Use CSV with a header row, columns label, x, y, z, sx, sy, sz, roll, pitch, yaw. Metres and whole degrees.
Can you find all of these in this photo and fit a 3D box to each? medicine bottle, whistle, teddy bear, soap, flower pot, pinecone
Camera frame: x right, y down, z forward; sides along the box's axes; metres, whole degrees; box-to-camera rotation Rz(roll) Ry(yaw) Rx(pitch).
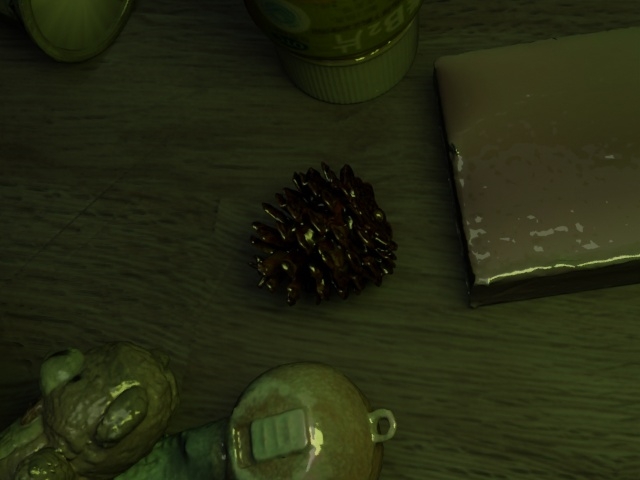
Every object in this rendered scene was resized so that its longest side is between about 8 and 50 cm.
label,x,y,z,sx,sy,sz,roll,pitch,yaw
medicine bottle,0.012,-0.320,1.145,0.225,0.384,0.224,-2,71,7
whistle,-0.069,0.239,1.101,0.348,0.189,0.189,-19,68,23
teddy bear,-0.274,0.217,1.091,0.151,0.236,0.267,39,102,-10
soap,0.289,-0.090,1.176,0.286,0.107,0.296,-7,71,5
flower pot,-0.375,-0.355,1.327,0.203,0.212,0.212,20,74,29
pinecone,-0.006,0.002,1.164,0.165,0.163,0.162,-29,69,11
